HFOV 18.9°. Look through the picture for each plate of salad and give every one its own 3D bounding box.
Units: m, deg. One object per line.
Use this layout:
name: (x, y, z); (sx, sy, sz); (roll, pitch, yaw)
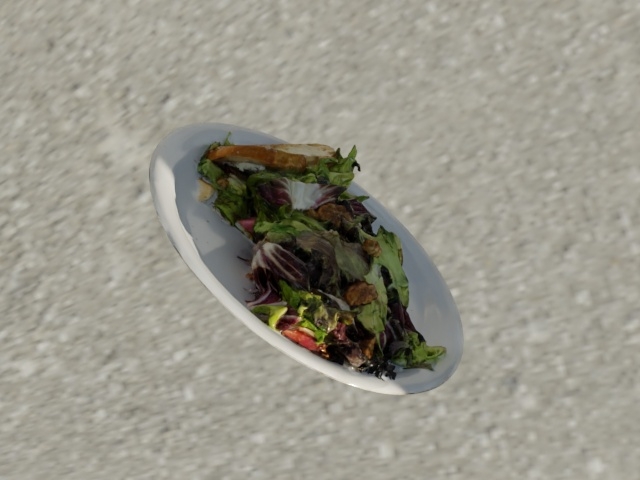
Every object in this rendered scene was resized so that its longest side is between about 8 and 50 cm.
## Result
plate of salad: (0.000, 0.000, 1.020); (0.200, 0.048, 0.200); (29, 29, -18)
